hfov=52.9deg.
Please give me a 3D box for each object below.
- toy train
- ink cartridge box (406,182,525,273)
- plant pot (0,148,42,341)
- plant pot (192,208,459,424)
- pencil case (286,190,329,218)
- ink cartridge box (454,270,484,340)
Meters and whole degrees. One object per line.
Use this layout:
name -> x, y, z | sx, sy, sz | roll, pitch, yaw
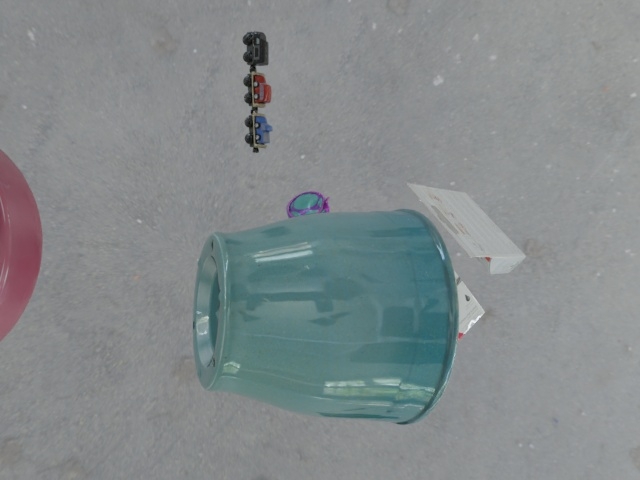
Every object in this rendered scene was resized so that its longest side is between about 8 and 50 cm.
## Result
toy train -> -0.081, -0.196, 0.849 | 0.036, 0.027, 0.158 | 2, 96, 26
ink cartridge box -> 0.250, -0.018, 1.150 | 0.056, 0.225, 0.181 | -53, 59, 28
plant pot -> -0.311, 0.000, 0.400 | 0.201, 0.180, 0.201 | 0, 87, 2
plant pot -> -0.016, 0.089, 0.778 | 0.255, 0.272, 0.271 | 3, 88, -21
pencil case -> 0.000, 0.000, 0.985 | 0.070, 0.064, 0.151 | -3, 131, 23
ink cartridge box -> 0.184, 0.099, 1.062 | 0.109, 0.063, 0.150 | -44, 115, -9
